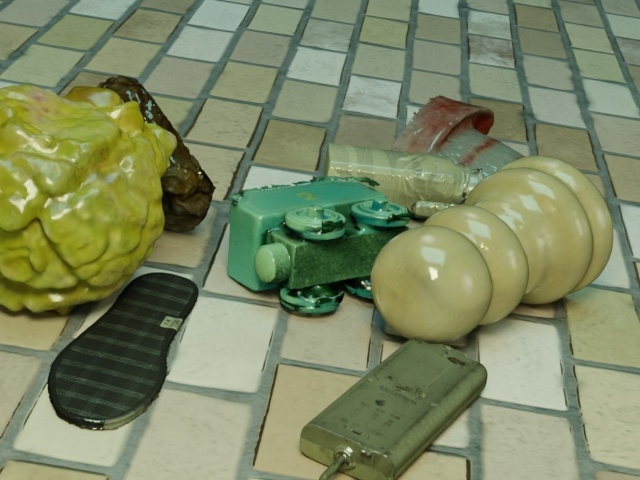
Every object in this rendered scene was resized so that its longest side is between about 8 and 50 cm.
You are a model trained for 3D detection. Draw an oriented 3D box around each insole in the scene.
[{"bbox_3d":[-0.184,0.099,1.319,0.110,0.012,0.309,11,24,9],"label":"insole"}]

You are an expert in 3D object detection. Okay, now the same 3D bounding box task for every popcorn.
[{"bbox_3d":[-0.263,-0.042,1.364,0.259,0.212,0.259,19,21,-8],"label":"popcorn"}]

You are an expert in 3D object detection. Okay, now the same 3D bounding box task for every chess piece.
[{"bbox_3d":[0.171,0.023,1.450,0.167,0.167,0.300,25,32,32],"label":"chess piece"}]

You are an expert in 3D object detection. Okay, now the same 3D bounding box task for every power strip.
[{"bbox_3d":[0.064,0.159,1.241,0.092,0.034,0.268,20,26,23],"label":"power strip"}]

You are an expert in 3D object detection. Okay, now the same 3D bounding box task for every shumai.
[{"bbox_3d":[-0.241,-0.073,1.557,0.185,0.184,0.218,-35,66,-2],"label":"shumai"}]

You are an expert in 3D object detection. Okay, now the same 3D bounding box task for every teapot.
[{"bbox_3d":[0.104,-0.065,1.707,0.200,0.077,0.107,6,28,-6],"label":"teapot"}]

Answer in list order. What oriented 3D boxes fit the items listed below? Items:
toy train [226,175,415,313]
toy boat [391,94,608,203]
[{"bbox_3d":[0.000,0.000,1.491,0.203,0.112,0.163,-7,21,-35],"label":"toy train"},{"bbox_3d":[0.244,-0.092,1.838,0.282,0.096,0.206,30,35,14],"label":"toy boat"}]
